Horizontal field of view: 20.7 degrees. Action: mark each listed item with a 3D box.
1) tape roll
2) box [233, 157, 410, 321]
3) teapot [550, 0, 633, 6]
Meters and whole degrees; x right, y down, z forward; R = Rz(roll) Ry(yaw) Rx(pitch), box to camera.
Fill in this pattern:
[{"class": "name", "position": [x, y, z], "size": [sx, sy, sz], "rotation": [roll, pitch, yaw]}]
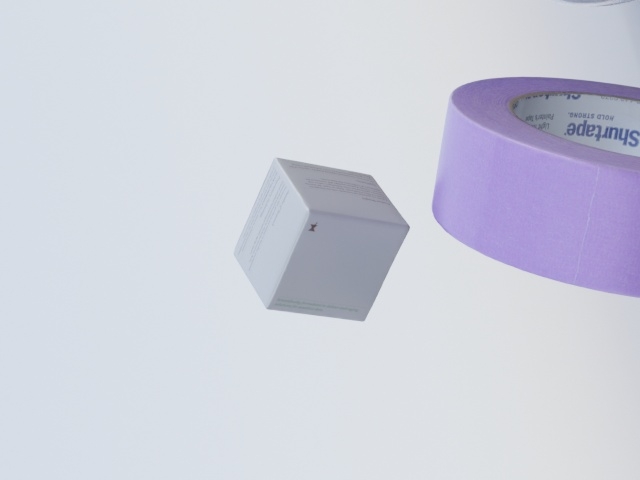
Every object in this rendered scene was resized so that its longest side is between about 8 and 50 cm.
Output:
[{"class": "tape roll", "position": [0.223, -0.044, 1.281], "size": [0.275, 0.274, 0.090], "rotation": [-63, -17, -71]}, {"class": "box", "position": [0.000, 0.000, 1.459], "size": [0.101, 0.102, 0.087], "rotation": [9, -152, -30]}, {"class": "teapot", "position": [0.204, -0.258, 1.298], "size": [0.252, 0.256, 0.187], "rotation": [40, -130, -42]}]
